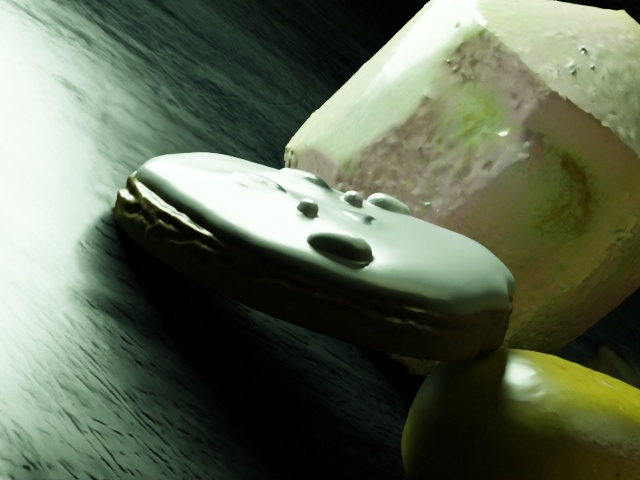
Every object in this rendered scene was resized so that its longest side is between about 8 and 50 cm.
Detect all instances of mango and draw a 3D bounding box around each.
[{"bbox_3d":[0.137,0.117,0.964,0.195,0.098,0.137,18,4,-7],"label":"mango"}]

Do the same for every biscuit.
[{"bbox_3d":[0.000,0.000,0.944,0.208,0.049,0.181,23,12,7],"label":"biscuit"}]

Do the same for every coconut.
[{"bbox_3d":[0.116,-0.040,1.162,0.233,0.245,0.233,44,14,-14],"label":"coconut"}]

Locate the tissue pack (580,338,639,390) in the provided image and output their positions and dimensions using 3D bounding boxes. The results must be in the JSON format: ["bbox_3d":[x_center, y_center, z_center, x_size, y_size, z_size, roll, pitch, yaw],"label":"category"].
[{"bbox_3d":[0.312,0.224,1.166,0.361,0.122,0.259,35,6,-31],"label":"tissue pack"}]
